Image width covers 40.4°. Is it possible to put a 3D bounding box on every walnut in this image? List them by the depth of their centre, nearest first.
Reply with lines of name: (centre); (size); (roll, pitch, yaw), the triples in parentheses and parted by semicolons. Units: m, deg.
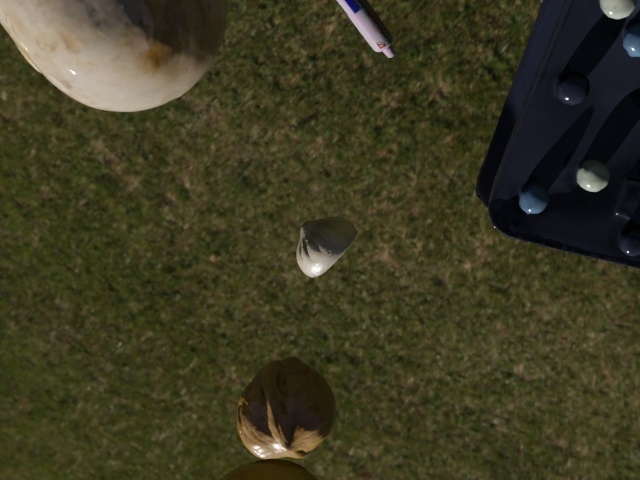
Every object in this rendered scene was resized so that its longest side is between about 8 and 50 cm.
walnut: (-0.052, 0.259, 1.325); (0.166, 0.166, 0.149); (-5, 127, 29)

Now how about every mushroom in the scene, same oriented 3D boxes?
mushroom: (-0.265, -0.281, 0.999); (0.290, 0.297, 0.297); (-16, 120, 41)

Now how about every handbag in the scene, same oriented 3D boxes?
handbag: (0.342, -0.134, 0.943); (0.269, 0.118, 0.325); (13, 113, -8)

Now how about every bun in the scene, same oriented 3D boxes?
bun: (0.000, 0.000, 1.714); (0.094, 0.138, 0.138); (45, 133, -9)

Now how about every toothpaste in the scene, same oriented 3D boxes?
toothpaste: (0.039, -0.275, 1.007); (0.028, 0.045, 0.170); (-2, 143, 43)

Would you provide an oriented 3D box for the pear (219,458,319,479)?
pear: (-0.070, 0.389, 1.114); (0.209, 0.209, 0.209); (13, 133, 15)
